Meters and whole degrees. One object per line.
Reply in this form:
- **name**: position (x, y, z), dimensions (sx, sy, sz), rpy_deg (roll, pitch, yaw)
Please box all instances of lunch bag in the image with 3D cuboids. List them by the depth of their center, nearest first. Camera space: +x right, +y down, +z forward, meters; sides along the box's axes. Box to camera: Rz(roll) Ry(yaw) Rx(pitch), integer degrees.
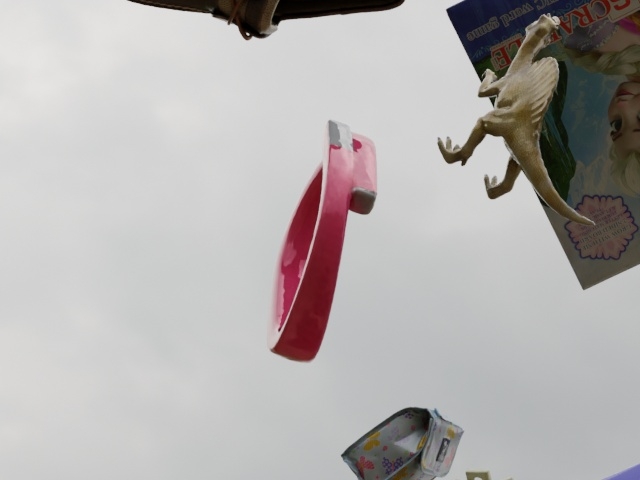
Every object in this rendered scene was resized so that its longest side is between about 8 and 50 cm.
- **lunch bag**: position (0.070, 0.167, 1.224), dimensions (0.053, 0.083, 0.071), rpy_deg (54, 8, 26)

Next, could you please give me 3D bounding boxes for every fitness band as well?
- **fitness band**: position (0.000, 0.000, 1.589), dimensions (0.054, 0.291, 0.209), rpy_deg (17, -64, -7)

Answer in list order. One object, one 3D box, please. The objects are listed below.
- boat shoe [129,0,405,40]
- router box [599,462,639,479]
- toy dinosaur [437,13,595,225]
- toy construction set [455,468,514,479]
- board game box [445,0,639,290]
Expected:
- **boat shoe**: position (-0.069, -0.292, 1.753), dimensions (0.342, 0.123, 0.123), rpy_deg (-2, -37, -9)
- **router box**: position (0.518, 0.405, 2.073), dimensions (0.082, 0.335, 0.301), rpy_deg (39, -37, 54)
- **toy dinosaur**: position (0.120, -0.070, 0.968), dimensions (0.053, 0.183, 0.092), rpy_deg (23, -43, -23)
- **toy construction set**: position (0.246, 0.436, 2.116), dimensions (0.151, 0.327, 0.215), rpy_deg (37, -55, -13)
- **board game box**: position (0.335, -0.160, 1.553), dimensions (0.319, 0.066, 0.318), rpy_deg (-27, -87, 10)
